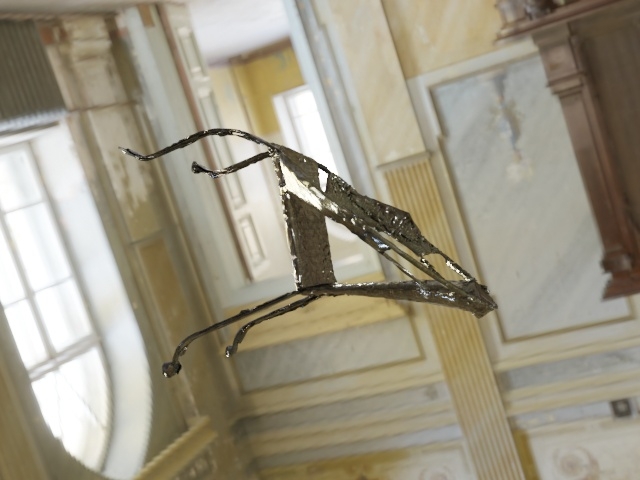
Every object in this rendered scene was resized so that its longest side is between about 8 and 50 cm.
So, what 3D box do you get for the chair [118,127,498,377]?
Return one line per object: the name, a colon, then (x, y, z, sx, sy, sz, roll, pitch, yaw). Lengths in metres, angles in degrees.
chair: (0.000, 0.000, 0.597, 0.213, 0.149, 0.174, -8, 177, 14)
